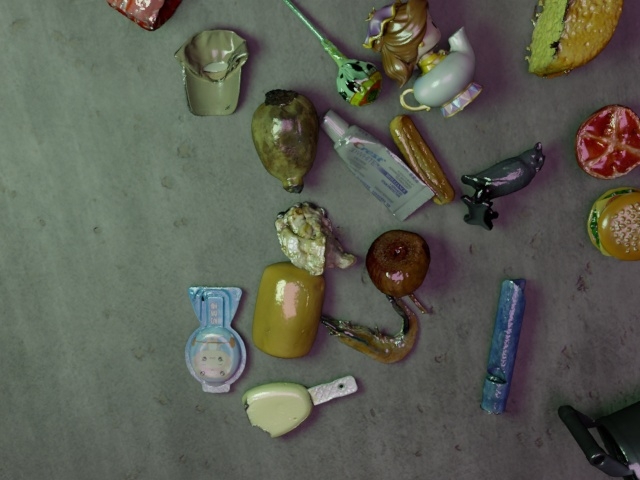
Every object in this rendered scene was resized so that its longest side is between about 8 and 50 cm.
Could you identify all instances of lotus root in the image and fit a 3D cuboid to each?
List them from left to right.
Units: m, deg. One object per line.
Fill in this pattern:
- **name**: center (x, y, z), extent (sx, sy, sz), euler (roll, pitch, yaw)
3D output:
- **lotus root**: center (-0.070, -0.201, 1.493), extent (0.139, 0.138, 0.213), euler (-3, 104, 0)

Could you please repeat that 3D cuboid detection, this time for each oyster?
- **oyster**: center (0.000, 0.000, 1.541), extent (0.191, 0.081, 0.163), euler (19, 66, -31)

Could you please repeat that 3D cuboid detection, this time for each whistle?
- **whistle**: center (0.406, 0.231, 1.615), extent (0.062, 0.062, 0.304), euler (7, 100, -2)

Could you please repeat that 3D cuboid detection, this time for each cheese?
- **cheese**: center (-0.231, 0.220, 1.607), extent (0.135, 0.052, 0.244), euler (1, 101, -1)
- **cheese**: center (-0.041, 0.361, 1.638), extent (0.256, 0.050, 0.127), euler (-17, 100, 3)

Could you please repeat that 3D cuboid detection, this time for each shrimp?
- **shrimp**: center (0.113, 0.183, 1.607), extent (0.220, 0.046, 0.152), euler (21, 101, -9)

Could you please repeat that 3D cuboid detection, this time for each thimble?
- **thimble**: center (-0.323, -0.510, 1.409), extent (0.125, 0.163, 0.189), euler (34, 92, -6)

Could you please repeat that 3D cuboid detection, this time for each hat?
- **hat**: center (-0.227, -0.341, 1.499), extent (0.147, 0.085, 0.175), euler (1, 124, -12)

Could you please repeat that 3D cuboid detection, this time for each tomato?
- **tomato**: center (0.595, -0.203, 1.528), extent (0.156, 0.069, 0.155), euler (-1, 102, -4)

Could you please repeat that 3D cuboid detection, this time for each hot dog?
- **hot dog**: center (0.209, -0.165, 1.542), extent (0.066, 0.047, 0.215), euler (-41, 102, -30)

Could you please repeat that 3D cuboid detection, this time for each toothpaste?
- **toothpaste**: center (0.104, -0.163, 1.530), extent (0.282, 0.099, 0.068), euler (44, 68, -8)

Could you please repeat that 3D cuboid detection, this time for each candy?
- **candy**: center (0.007, -0.397, 1.490), extent (0.091, 0.083, 0.305), euler (-44, 91, 2)

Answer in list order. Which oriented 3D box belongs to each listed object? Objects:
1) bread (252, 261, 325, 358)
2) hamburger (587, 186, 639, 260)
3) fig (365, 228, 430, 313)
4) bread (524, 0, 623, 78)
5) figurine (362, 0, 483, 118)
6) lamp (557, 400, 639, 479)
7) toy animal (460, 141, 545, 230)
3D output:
- **bread**: center (-0.070, 0.155, 1.577), extent (0.148, 0.098, 0.217), euler (8, 100, 1)
- **hamburger**: center (0.647, -0.035, 1.538), extent (0.162, 0.115, 0.161), euler (0, 99, 0)
- **fig**: center (0.181, 0.073, 1.570), extent (0.146, 0.134, 0.201), euler (-55, 142, -16)
- **bread**: center (0.511, -0.445, 1.439), extent (0.147, 0.160, 0.260), euler (13, 94, -9)
- **figurine**: center (0.201, -0.371, 1.454), extent (0.189, 0.142, 0.263), euler (-42, 100, 7)
- **lamp**: center (0.746, 0.428, 1.581), extent (0.272, 0.205, 0.374), euler (-44, 115, 12)
- **toy animal**: center (0.379, -0.131, 1.548), extent (0.210, 0.121, 0.117), euler (-44, 54, -9)
